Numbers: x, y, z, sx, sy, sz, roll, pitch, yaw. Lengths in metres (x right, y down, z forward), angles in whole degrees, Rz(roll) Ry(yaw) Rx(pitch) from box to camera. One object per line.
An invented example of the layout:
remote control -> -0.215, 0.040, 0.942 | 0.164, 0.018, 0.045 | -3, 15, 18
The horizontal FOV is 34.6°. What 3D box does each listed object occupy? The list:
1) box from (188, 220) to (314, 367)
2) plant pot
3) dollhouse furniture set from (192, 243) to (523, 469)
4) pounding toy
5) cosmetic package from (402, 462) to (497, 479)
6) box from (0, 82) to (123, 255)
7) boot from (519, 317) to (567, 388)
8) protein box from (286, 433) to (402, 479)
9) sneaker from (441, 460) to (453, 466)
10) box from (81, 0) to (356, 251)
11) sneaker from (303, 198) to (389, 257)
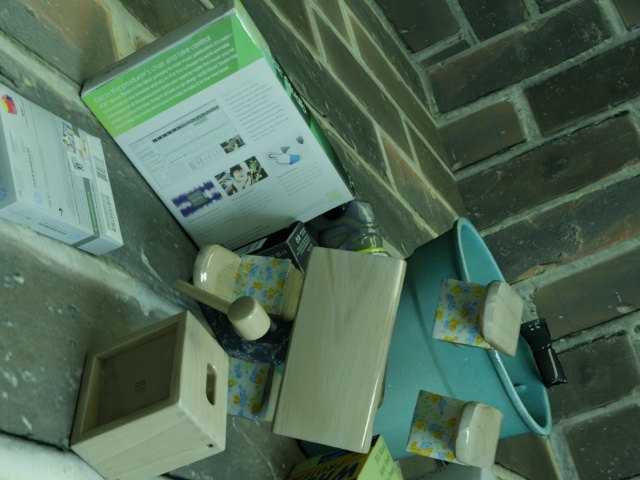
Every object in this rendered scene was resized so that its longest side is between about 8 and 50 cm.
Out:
box -> -0.068, 0.081, 1.396 | 0.158, 0.156, 0.093 | 63, 18, -13
plant pot -> 0.128, 0.185, 1.552 | 0.341, 0.334, 0.341 | 57, 19, -31
dollhouse furniture set -> -0.010, 0.196, 1.117 | 0.256, 0.362, 0.394 | 33, 67, -64
pounding toy -> -0.132, 0.131, 1.045 | 0.094, 0.206, 0.181 | 55, 20, -36
cosmetic package -> 0.186, 0.497, 1.561 | 0.155, 0.197, 0.365 | 64, 15, -11
box -> -0.293, -0.073, 1.113 | 0.186, 0.038, 0.145 | 33, 37, -63
boot -> 0.340, 0.174, 1.568 | 0.121, 0.045, 0.099 | 27, 46, -66
protein box -> 0.042, 0.398, 1.347 | 0.201, 0.136, 0.200 | 66, 17, -4
sneaker -> 0.253, 0.371, 2.108 | 0.153, 0.101, 0.269 | 40, 25, -55
box -> -0.128, -0.134, 1.364 | 0.322, 0.232, 0.058 | 56, 15, -34
sneaker -> 0.000, 0.000, 1.526 | 0.111, 0.300, 0.121 | -5, 91, -37
